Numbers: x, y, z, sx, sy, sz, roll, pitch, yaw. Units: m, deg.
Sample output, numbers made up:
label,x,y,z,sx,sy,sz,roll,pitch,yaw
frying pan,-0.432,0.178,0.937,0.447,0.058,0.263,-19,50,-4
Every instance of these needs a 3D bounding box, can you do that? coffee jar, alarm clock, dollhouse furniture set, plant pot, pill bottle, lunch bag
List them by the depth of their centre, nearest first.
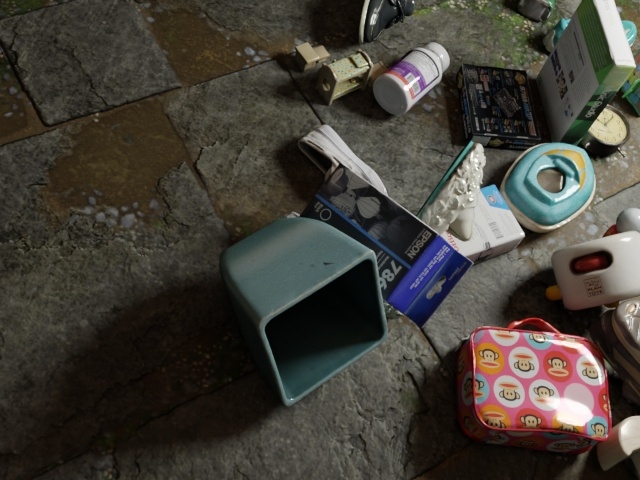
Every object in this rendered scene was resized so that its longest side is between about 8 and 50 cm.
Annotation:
label,x,y,z,sx,sy,sz,roll,pitch,yaw
plant pot,-0.056,0.101,1.484,0.247,0.248,0.252,-32,46,-19
lunch bag,0.416,0.275,1.566,0.292,0.120,0.258,9,59,-7
dollhouse furniture set,0.057,-0.442,1.895,0.181,0.101,0.161,-28,70,-24
pill bottle,0.223,-0.394,1.902,0.108,0.108,0.193,41,61,11
alarm clock,0.700,-0.290,1.975,0.129,0.064,0.192,13,62,-5
coffee jar,0.610,-0.690,2.169,0.096,0.079,0.184,26,59,3

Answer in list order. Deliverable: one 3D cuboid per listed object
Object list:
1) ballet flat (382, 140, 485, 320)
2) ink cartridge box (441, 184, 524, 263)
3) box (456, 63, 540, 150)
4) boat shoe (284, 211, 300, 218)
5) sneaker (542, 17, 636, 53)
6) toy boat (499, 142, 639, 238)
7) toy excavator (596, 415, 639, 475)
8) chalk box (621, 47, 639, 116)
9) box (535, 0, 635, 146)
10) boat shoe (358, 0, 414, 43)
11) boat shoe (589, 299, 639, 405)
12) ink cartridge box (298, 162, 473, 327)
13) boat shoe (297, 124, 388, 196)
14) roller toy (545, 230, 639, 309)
label,x,y,z,sx,sy,sz,roll,pitch,yaw
ballet flat,0.226,-0.007,1.617,0.147,0.147,0.409,39,92,10
ink cartridge box,0.324,-0.025,1.734,0.190,0.082,0.140,-18,67,-19
box,0.433,-0.329,1.945,0.175,0.051,0.220,3,61,-11
boat shoe,0.000,0.000,1.665,0.184,0.066,0.063,27,60,14
sneaker,0.728,-0.547,2.098,0.275,0.110,0.107,-10,64,-18
toy boat,0.581,-0.099,1.794,0.318,0.148,0.267,40,61,11
toy excavator,0.628,0.593,1.414,0.433,0.222,0.445,42,47,12
chalk box,0.867,-0.416,2.043,0.212,0.132,0.132,-14,66,-20
box,0.613,-0.393,1.864,0.058,0.322,0.233,0,62,-9
boat shoe,0.189,-0.609,2.004,0.113,0.127,0.340,17,49,11
boat shoe,0.686,0.279,1.623,0.132,0.130,0.355,-37,93,-35
ink cartridge box,0.115,0.004,1.532,0.332,0.065,0.165,38,91,26
boat shoe,0.047,-0.144,1.744,0.084,0.095,0.258,-31,61,-21
roller toy,0.593,0.071,1.668,0.209,0.191,0.146,-12,83,-12
